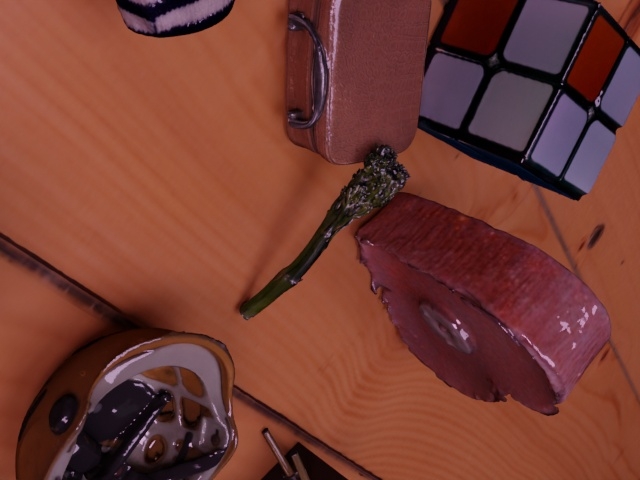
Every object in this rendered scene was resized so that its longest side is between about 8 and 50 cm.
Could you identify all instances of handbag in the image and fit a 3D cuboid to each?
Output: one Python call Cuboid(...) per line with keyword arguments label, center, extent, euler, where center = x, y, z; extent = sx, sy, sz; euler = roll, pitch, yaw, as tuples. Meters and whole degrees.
Cuboid(label="handbag", center=(0.033, -0.175, 0.778), extent=(0.151, 0.072, 0.193), euler=(-17, 126, -37))

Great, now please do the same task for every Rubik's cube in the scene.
Cuboid(label="Rubik's cube", center=(0.227, -0.169, 0.892), extent=(0.167, 0.183, 0.180), euler=(17, 102, -49))

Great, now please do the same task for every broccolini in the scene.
Cuboid(label="broccolini", center=(0.000, 0.000, 0.817), extent=(0.051, 0.054, 0.239), euler=(35, 110, -19))

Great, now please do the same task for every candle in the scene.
Cuboid(label="candle", center=(0.171, 0.061, 0.945), extent=(0.131, 0.287, 0.317), euler=(-47, -179, -17))

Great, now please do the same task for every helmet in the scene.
Cuboid(label="helmet", center=(-0.184, 0.172, 0.722), extent=(0.198, 0.130, 0.224), euler=(25, 84, -53))

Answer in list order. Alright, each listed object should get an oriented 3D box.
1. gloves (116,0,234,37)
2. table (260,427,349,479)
Cuboid(label="gloves", center=(-0.112, -0.262, 0.540), extent=(0.140, 0.131, 0.218), euler=(-32, 142, -32))
Cuboid(label="table", center=(-0.087, 0.333, 0.932), extent=(0.240, 0.122, 0.111), euler=(-42, 119, -19))
